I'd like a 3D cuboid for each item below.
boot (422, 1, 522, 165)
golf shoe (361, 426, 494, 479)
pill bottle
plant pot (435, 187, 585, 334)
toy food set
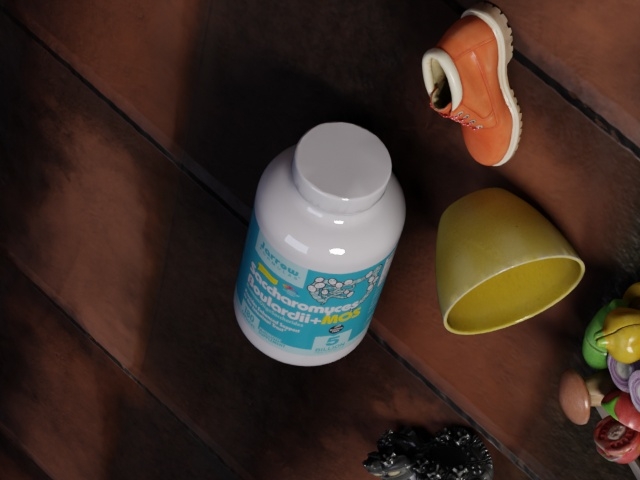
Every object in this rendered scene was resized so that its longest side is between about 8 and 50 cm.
[{"bbox_3d":[0.124,-0.117,1.512,0.059,0.084,0.158,22,140,37],"label":"boot"},{"bbox_3d":[0.135,0.254,1.912,0.094,0.077,0.198,51,158,-22],"label":"golf shoe"},{"bbox_3d":[0.000,0.000,1.734,0.146,0.146,0.264,40,148,17],"label":"pill bottle"},{"bbox_3d":[0.155,0.010,1.582,0.134,0.134,0.095,116,138,-57],"label":"plant pot"},{"bbox_3d":[0.258,0.132,1.565,0.218,0.071,0.128,97,157,-50],"label":"toy food set"}]
